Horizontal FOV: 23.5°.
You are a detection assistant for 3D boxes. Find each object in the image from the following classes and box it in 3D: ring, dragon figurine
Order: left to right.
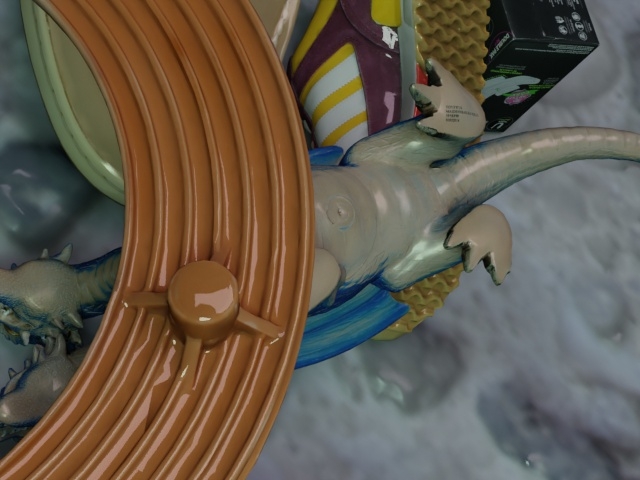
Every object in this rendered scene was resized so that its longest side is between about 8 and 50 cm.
[{"bbox_3d":[-0.168,-0.012,0.464,0.337,0.032,0.336,1,67,-4],"label":"ring"},{"bbox_3d":[0.000,0.000,0.591,0.289,0.144,0.085,-18,83,-29],"label":"dragon figurine"}]

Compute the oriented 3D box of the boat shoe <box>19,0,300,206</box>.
[{"bbox_3d":[-0.046,-0.179,0.661,0.122,0.110,0.341,15,69,-35],"label":"boat shoe"}]

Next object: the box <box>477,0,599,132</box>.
[{"bbox_3d":[0.081,-0.097,0.732,0.052,0.083,0.062,0,64,-30],"label":"box"}]

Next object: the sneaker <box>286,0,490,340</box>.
[{"bbox_3d":[0.024,-0.048,0.692,0.070,0.084,0.185,16,80,-45],"label":"sneaker"}]
